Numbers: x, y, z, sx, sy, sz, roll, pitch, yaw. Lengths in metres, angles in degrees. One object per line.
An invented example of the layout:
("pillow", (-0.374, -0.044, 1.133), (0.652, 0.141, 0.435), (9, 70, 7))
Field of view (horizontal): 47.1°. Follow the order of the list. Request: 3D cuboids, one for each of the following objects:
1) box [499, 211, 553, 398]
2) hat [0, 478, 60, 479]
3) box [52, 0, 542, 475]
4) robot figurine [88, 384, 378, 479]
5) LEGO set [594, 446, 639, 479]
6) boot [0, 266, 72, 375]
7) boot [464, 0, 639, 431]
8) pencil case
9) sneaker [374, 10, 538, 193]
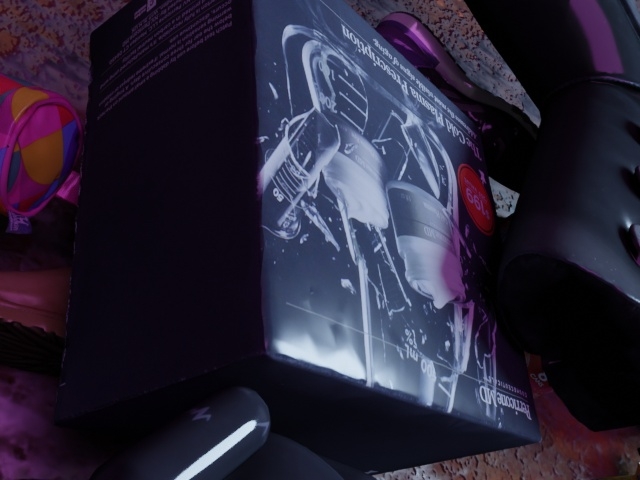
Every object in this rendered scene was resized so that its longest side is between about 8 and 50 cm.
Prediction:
("box", (0.232, 0.051, 0.801), (0.128, 0.122, 0.257), (49, 50, 1))
("hat", (-0.205, 0.298, 0.389), (0.331, 0.134, 0.331), (32, 42, -35))
("box", (0.000, 0.000, 0.579), (0.343, 0.179, 0.313), (27, 50, -46))
("robot figurine", (-0.066, 0.202, 0.367), (0.278, 0.173, 0.209), (-18, 77, -57))
("LEGO set", (0.420, 0.350, 0.688), (0.255, 0.192, 0.331), (12, 64, -28))
("boot", (-0.176, -0.020, 0.622), (0.236, 0.089, 0.270), (20, 54, -29))
("boot", (0.222, -0.099, 0.698), (0.367, 0.146, 0.445), (40, 49, -12))
("pencil case", (-0.290, -0.088, 0.531), (0.236, 0.104, 0.104), (21, 52, 9))
("sneaker", (0.143, -0.134, 0.882), (0.283, 0.107, 0.124), (42, 63, 2))
